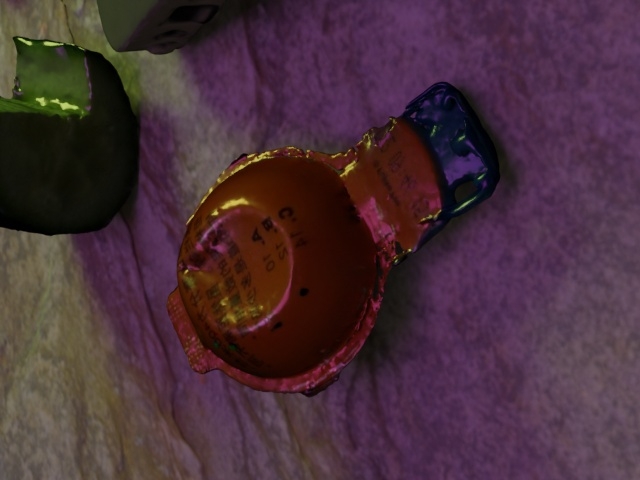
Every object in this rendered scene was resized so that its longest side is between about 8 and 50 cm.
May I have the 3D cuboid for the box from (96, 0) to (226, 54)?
[{"bbox_3d":[-0.136,-0.374,1.214,0.367,0.090,0.373,154,103,-66],"label":"box"}]

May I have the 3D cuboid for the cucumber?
[{"bbox_3d":[-0.280,-0.087,1.382,0.130,0.191,0.191,7,98,40],"label":"cucumber"}]

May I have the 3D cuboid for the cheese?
[{"bbox_3d":[0.000,0.000,1.189,0.329,0.129,0.217,-36,67,23],"label":"cheese"}]
